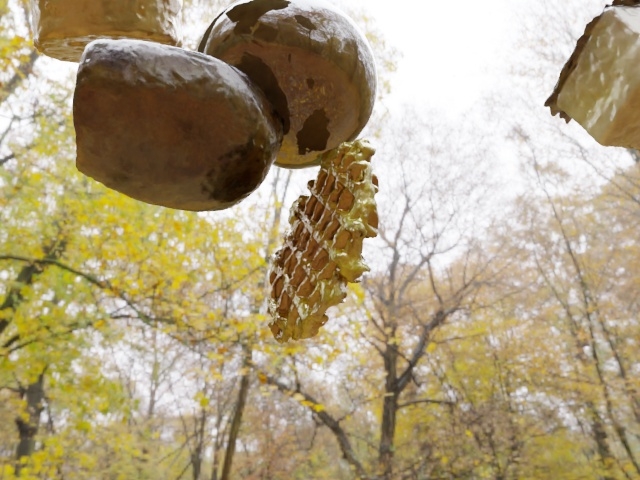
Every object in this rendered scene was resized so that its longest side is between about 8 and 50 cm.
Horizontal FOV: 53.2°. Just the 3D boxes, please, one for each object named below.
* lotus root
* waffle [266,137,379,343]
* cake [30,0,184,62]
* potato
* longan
[{"bbox_3d":[-0.196,-0.149,0.919,0.314,0.142,0.210,10,-50,-25],"label":"lotus root"},{"bbox_3d":[0.000,0.000,0.991,0.068,0.324,0.302,22,-35,-19],"label":"waffle"},{"bbox_3d":[-0.455,-0.556,1.366,0.333,0.321,0.332,-1,2,0],"label":"cake"},{"bbox_3d":[0.206,-0.095,0.384,0.122,0.061,0.086,-5,-47,-25],"label":"potato"},{"bbox_3d":[-0.056,-0.281,1.123,0.319,0.318,0.319,-3,-32,-2],"label":"longan"}]
